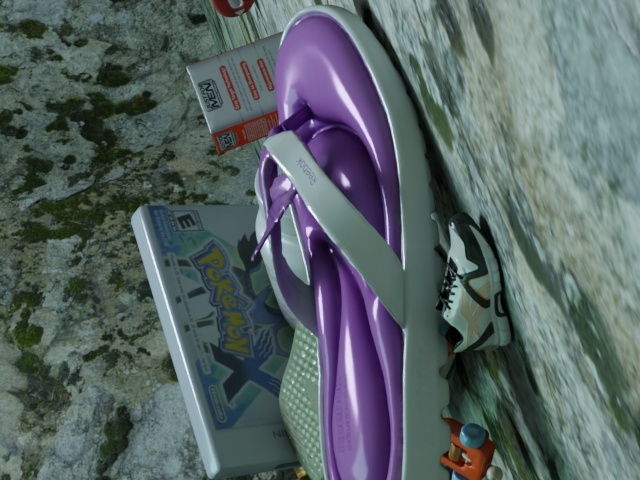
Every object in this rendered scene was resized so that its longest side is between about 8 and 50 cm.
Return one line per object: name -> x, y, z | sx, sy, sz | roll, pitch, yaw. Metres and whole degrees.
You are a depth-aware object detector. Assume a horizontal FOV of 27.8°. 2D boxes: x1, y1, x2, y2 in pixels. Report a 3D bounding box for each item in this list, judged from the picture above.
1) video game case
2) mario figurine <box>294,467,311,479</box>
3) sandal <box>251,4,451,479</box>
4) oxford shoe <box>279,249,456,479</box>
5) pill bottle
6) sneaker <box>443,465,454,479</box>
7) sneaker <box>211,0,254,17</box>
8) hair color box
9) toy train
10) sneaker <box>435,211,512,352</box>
video game case -> -0.040, 0.102, 1.496 | 0.036, 0.300, 0.329 | -48, 54, 45
mario figurine -> 0.018, 0.138, 1.647 | 0.198, 0.170, 0.320 | 110, 151, -67
sandal -> 0.008, 0.012, 0.930 | 0.169, 0.102, 0.416 | -36, 59, 53
oxford shoe -> 0.061, 0.108, 1.219 | 0.449, 0.130, 0.169 | 111, 139, -62
pill bottle -> 0.000, 0.000, 1.394 | 0.229, 0.131, 0.131 | 75, 174, -54
sneaker -> 0.164, 0.304, 1.239 | 0.083, 0.071, 0.190 | 31, -140, -74
sneaker -> -0.168, -0.441, 1.882 | 0.128, 0.087, 0.221 | -116, 8, -45
hair color box -> -0.036, -0.135, 1.108 | 0.043, 0.141, 0.072 | 80, 170, -68
toy train -> 0.099, 0.104, 0.985 | 0.125, 0.046, 0.166 | 25, 130, 30
sneaker -> 0.096, 0.032, 0.848 | 0.040, 0.044, 0.109 | -112, 5, -59
